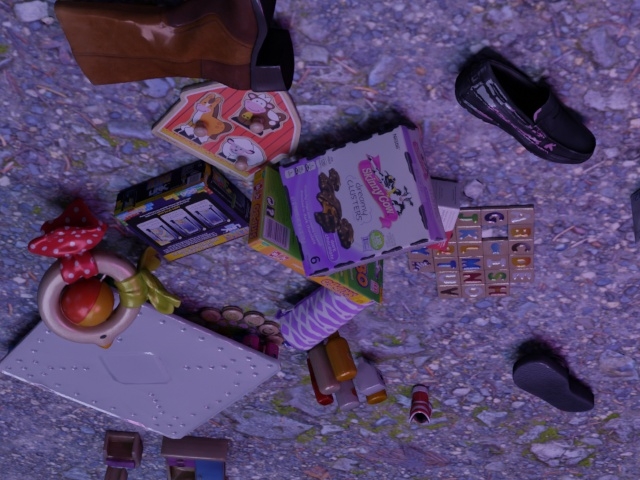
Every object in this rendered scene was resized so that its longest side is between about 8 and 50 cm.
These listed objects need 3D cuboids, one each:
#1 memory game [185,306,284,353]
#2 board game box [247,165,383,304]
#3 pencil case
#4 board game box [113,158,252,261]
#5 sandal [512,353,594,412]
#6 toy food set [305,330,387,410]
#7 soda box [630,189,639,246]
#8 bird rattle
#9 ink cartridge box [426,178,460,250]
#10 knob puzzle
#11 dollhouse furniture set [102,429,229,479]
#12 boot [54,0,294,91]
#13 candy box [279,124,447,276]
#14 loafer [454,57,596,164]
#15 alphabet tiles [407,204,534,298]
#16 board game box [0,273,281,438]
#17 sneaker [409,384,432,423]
[{"bbox_3d":[-0.158,0.171,2.077,0.186,0.012,0.186,3,144,2],"label":"memory game"},{"bbox_3d":[0.000,0.000,1.719,0.259,0.124,0.039,28,143,-36],"label":"board game box"},{"bbox_3d":[0.012,0.105,1.917,0.088,0.086,0.206,45,132,-7],"label":"pencil case"},{"bbox_3d":[-0.201,-0.043,1.760,0.170,0.048,0.141,-18,141,27],"label":"board game box"},{"bbox_3d":[0.417,0.250,2.105,0.097,0.054,0.254,-9,152,28],"label":"sandal"},{"bbox_3d":[0.040,0.230,2.097,0.111,0.104,0.232,-25,155,14],"label":"toy food set"},{"bbox_3d":[0.594,-0.005,1.696,0.286,0.091,0.098,21,141,-21],"label":"soda box"},{"bbox_3d":[-0.348,0.070,1.801,0.254,0.143,0.207,25,106,-39],"label":"bird rattle"},{"bbox_3d":[0.128,-0.043,1.711,0.135,0.056,0.099,8,139,-3],"label":"ink cartridge box"},{"bbox_3d":[-0.113,-0.156,1.612,0.213,0.030,0.213,3,144,2],"label":"knob puzzle"},{"bbox_3d":[-0.320,0.581,2.408,0.287,0.303,0.198,4,143,0],"label":"dollhouse furniture set"},{"bbox_3d":[-0.185,-0.287,1.422,0.281,0.096,0.264,5,152,11],"label":"boot"},{"bbox_3d":[0.058,-0.053,1.616,0.196,0.164,0.070,-17,172,26],"label":"candy box"},{"bbox_3d":[0.278,-0.167,1.518,0.223,0.076,0.078,27,146,-22],"label":"loafer"},{"bbox_3d":[0.237,0.023,1.840,0.198,0.009,0.237,-3,143,9],"label":"alphabet tiles"},{"bbox_3d":[-0.329,0.211,2.103,0.390,0.050,0.390,27,139,-24],"label":"board game box"},{"bbox_3d":[0.190,0.332,2.215,0.042,0.067,0.118,-2,143,9],"label":"sneaker"}]
